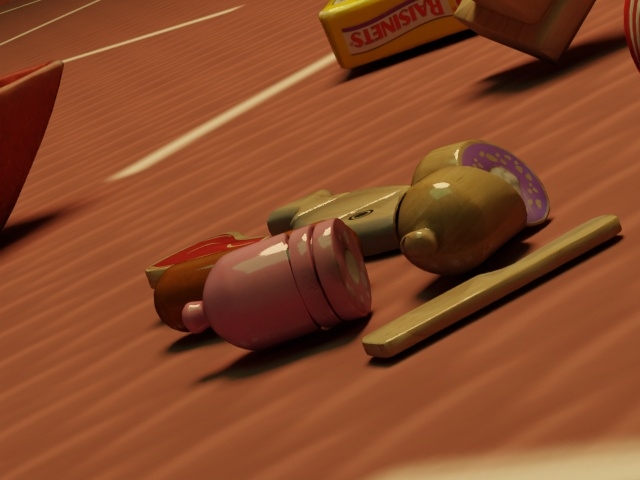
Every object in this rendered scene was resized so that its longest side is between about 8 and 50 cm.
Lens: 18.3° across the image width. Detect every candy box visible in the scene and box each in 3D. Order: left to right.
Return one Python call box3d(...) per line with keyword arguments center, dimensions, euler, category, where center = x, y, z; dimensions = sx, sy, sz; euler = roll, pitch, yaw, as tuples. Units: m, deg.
box3d(center=(0.062, -0.109, 0.768), dimensions=(0.105, 0.027, 0.206), euler=(-21, 11, 12), category="candy box")

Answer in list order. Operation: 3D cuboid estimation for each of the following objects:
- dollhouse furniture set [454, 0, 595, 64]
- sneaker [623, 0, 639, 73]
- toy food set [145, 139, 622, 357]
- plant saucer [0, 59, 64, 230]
box3d(center=(0.246, -0.142, 0.488), dimensions=(0.355, 0.174, 0.303), euler=(-58, 34, 2), category="dollhouse furniture set")
box3d(center=(0.151, -0.081, 0.351), dimensions=(0.221, 0.087, 0.128), euler=(-20, 13, -3), category="sneaker")
box3d(center=(0.000, 0.000, 0.396), dimensions=(0.078, 0.019, 0.122), euler=(-27, 13, -27), category="toy food set")
box3d(center=(-0.232, 0.031, 0.589), dimensions=(0.259, 0.047, 0.258), euler=(-13, 14, 30), category="plant saucer")
